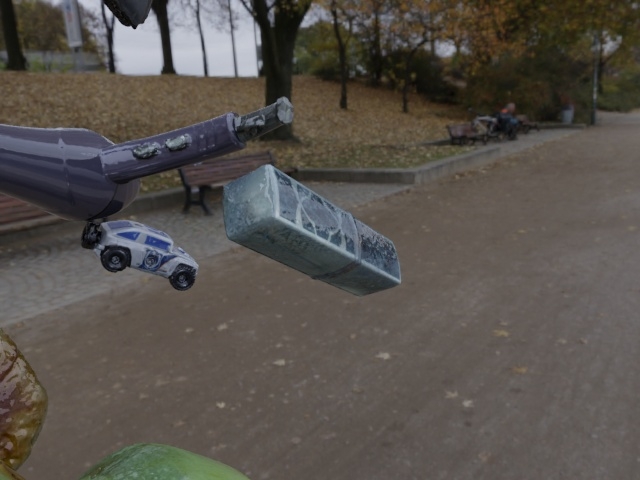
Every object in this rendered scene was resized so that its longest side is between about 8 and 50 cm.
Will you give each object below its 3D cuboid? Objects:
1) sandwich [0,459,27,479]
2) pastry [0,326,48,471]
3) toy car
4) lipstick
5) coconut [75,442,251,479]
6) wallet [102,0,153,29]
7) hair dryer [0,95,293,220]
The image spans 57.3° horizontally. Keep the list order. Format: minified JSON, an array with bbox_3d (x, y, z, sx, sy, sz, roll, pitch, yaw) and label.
[{"bbox_3d":[-0.286,0.309,0.561,0.144,0.187,0.117,36,55,1],"label":"sandwich"},{"bbox_3d":[-0.400,0.181,0.625,0.093,0.192,0.182,-8,23,47],"label":"pastry"},{"bbox_3d":[-0.261,0.016,0.857,0.171,0.070,0.080,21,3,-32],"label":"toy car"},{"bbox_3d":[0.000,0.000,0.704,0.076,0.077,0.290,-21,-27,28],"label":"lipstick"},{"bbox_3d":[-0.215,0.440,0.827,0.329,0.328,0.281,-5,47,-6],"label":"coconut"},{"bbox_3d":[-0.155,-0.257,0.380,0.025,0.124,0.244,17,-10,15],"label":"wallet"},{"bbox_3d":[-0.208,-0.114,0.678,0.362,0.121,0.301,-14,-4,11],"label":"hair dryer"}]
